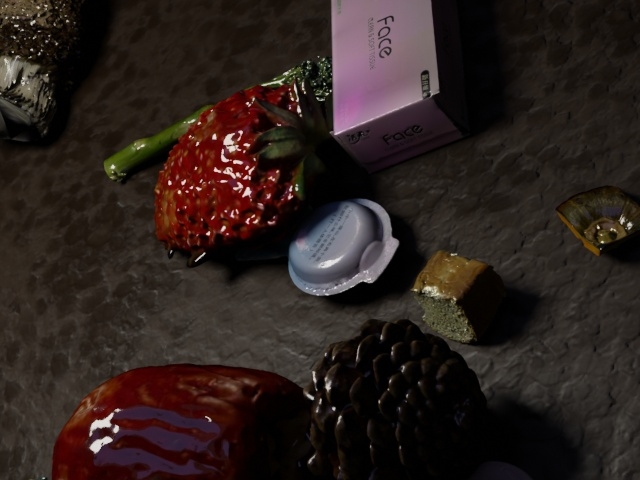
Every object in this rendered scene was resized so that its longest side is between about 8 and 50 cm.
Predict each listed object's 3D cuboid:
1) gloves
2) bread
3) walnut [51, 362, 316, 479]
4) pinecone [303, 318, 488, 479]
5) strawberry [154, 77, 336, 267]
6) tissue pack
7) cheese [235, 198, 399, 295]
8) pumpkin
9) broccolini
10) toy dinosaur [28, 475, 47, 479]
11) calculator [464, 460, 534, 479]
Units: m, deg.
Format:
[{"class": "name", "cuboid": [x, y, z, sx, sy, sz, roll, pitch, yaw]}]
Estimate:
[{"class": "gloves", "cuboid": [-0.445, -0.292, 2.363, 0.210, 0.135, 0.312, 3, 60, 37]}, {"class": "bread", "cuboid": [0.150, 0.059, 1.703, 0.083, 0.077, 0.070, 18, 58, 43]}, {"class": "walnut", "cuboid": [-0.137, 0.254, 1.681, 0.269, 0.221, 0.244, -4, 87, 27]}, {"class": "pinecone", "cuboid": [0.068, 0.170, 1.595, 0.204, 0.179, 0.184, 7, 93, 56]}, {"class": "strawberry", "cuboid": [-0.131, -0.082, 1.941, 0.306, 0.138, 0.233, -22, 41, 32]}, {"class": "tissue pack", "cuboid": [0.093, -0.219, 1.942, 0.148, 0.092, 0.246, -21, 48, 24]}, {"class": "cheese", "cuboid": [0.000, 0.000, 1.872, 0.244, 0.052, 0.135, 18, 68, 48]}, {"class": "pumpkin", "cuboid": [0.306, -0.019, 1.677, 0.073, 0.035, 0.101, -31, 40, -3]}, {"class": "broccolini", "cuboid": [-0.124, -0.144, 2.084, 0.392, 0.079, 0.074, -24, 57, 30]}, {"class": "toy dinosaur", "cuboid": [-0.282, 0.385, 1.735, 0.259, 0.094, 0.153, 41, 115, 41]}, {"class": "calculator", "cuboid": [0.147, 0.296, 1.550, 0.175, 0.032, 0.100, -47, 44, -3]}]
